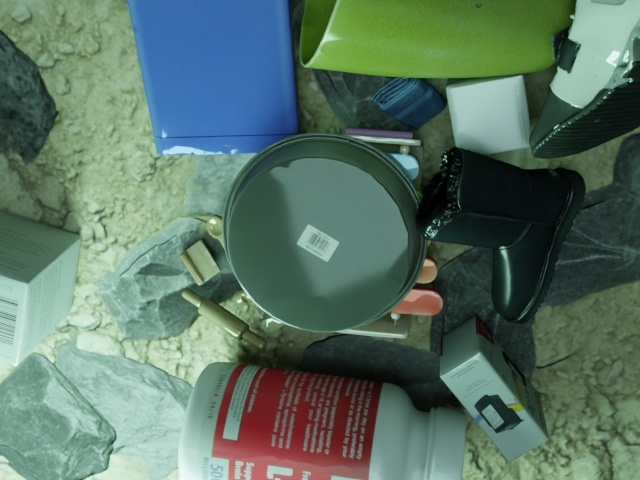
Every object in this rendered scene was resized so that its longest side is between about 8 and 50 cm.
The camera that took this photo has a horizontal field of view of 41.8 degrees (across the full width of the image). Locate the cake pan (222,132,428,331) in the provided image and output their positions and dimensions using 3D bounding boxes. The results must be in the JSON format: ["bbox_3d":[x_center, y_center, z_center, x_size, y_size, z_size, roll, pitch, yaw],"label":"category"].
[{"bbox_3d":[0.000,0.000,1.153,0.293,0.054,0.293,3,109,9],"label":"cake pan"}]

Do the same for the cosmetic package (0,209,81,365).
[{"bbox_3d":[-0.486,0.068,1.298,0.151,0.183,0.151,18,113,3],"label":"cosmetic package"}]

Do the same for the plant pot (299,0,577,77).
[{"bbox_3d":[0.153,-0.308,1.007,0.293,0.275,0.274,12,114,-12],"label":"plant pot"}]

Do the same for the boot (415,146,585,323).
[{"bbox_3d":[0.222,-0.003,1.138,0.207,0.094,0.246,6,119,-18],"label":"boot"}]

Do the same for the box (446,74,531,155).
[{"bbox_3d":[0.225,-0.174,1.118,0.102,0.087,0.101,-8,110,14],"label":"box"}]

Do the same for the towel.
[{"bbox_3d":[0.121,-0.189,1.123,0.067,0.119,0.029,-33,66,21],"label":"towel"}]

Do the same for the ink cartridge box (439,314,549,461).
[{"bbox_3d":[0.257,0.218,1.245,0.072,0.127,0.175,-35,102,18],"label":"ink cartridge box"}]

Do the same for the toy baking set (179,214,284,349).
[{"bbox_3d":[-0.109,0.068,1.266,0.256,0.030,0.196,36,121,15],"label":"toy baking set"}]

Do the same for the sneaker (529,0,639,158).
[{"bbox_3d":[0.328,-0.220,0.942,0.122,0.146,0.330,-7,154,-23],"label":"sneaker"}]

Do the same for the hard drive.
[{"bbox_3d":[-0.141,-0.263,1.125,0.210,0.040,0.318,-1,126,4],"label":"hard drive"}]

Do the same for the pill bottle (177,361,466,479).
[{"bbox_3d":[0.009,0.320,1.277,0.408,0.229,0.229,6,112,9],"label":"pill bottle"}]

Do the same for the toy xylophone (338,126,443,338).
[{"bbox_3d":[0.054,-0.012,1.219,0.236,0.081,0.322,-3,110,12],"label":"toy xylophone"}]
